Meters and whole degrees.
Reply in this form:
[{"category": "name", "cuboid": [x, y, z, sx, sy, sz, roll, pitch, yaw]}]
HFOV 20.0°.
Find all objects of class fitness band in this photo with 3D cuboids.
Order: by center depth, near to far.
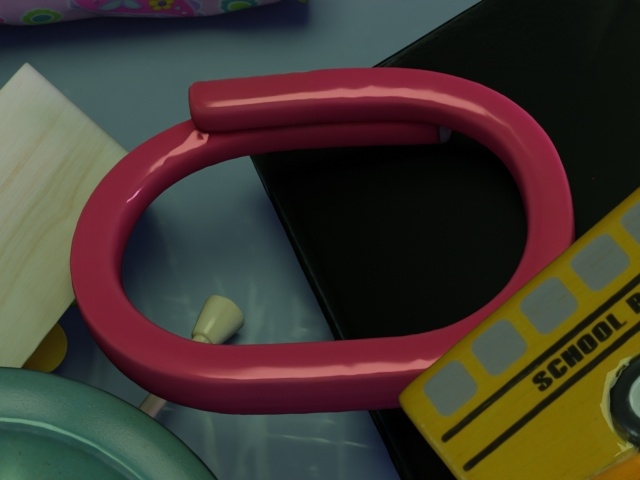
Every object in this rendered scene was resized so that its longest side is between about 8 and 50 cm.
[{"category": "fitness band", "cuboid": [0.000, 0.000, 1.044, 0.291, 0.054, 0.209, -4, 60, 6]}]

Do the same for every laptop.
[{"category": "laptop", "cuboid": [0.237, 0.016, 1.121, 0.408, 0.236, 0.382, 3, 48, -37]}]

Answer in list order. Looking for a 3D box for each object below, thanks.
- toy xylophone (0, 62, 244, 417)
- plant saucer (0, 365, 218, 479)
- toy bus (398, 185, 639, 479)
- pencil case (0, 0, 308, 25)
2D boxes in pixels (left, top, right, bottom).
[{"category": "toy xylophone", "cuboid": [-0.193, 0.042, 1.086, 0.236, 0.081, 0.322, 48, 54, -5]}, {"category": "plant saucer", "cuboid": [-0.177, 0.218, 0.944, 0.318, 0.044, 0.317, 2, 75, -8]}, {"category": "toy bus", "cuboid": [0.212, 0.029, 0.929, 0.333, 0.108, 0.130, -41, 54, 3]}, {"category": "pencil case", "cuboid": [-0.143, -0.207, 1.251, 0.284, 0.124, 0.124, -6, 56, -4]}]
